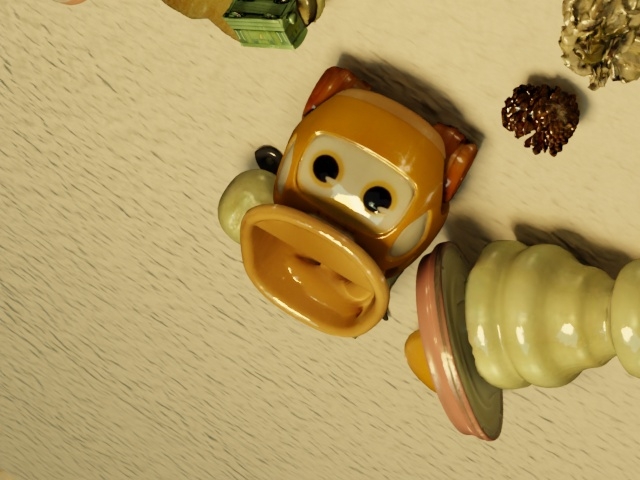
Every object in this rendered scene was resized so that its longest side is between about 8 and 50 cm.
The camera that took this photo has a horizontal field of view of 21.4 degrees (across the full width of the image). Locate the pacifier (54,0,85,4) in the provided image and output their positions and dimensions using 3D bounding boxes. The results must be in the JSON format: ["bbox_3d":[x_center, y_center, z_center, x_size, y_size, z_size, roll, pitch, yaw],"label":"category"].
[{"bbox_3d":[-0.308,-0.330,2.033,0.078,0.081,0.099,46,159,40],"label":"pacifier"}]

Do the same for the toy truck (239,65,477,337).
[{"bbox_3d":[0.037,-0.041,1.957,0.204,0.212,0.288,30,150,6],"label":"toy truck"}]

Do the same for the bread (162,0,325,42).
[{"bbox_3d":[-0.080,-0.311,1.858,0.207,0.056,0.286,40,149,-7],"label":"bread"}]

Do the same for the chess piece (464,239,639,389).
[{"bbox_3d":[0.343,0.085,1.897,0.330,0.182,0.182,-1,133,34],"label":"chess piece"}]

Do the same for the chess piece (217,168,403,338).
[{"bbox_3d":[-0.019,0.004,2.127,0.243,0.133,0.133,34,147,-1],"label":"chess piece"}]

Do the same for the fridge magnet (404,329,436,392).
[{"bbox_3d":[0.176,0.163,2.221,0.143,0.063,0.143,25,146,18],"label":"fridge magnet"}]

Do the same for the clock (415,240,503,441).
[{"bbox_3d":[0.176,0.120,2.021,0.056,0.244,0.244,-15,127,19],"label":"clock"}]

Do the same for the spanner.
[{"bbox_3d":[0.000,0.000,2.213,0.087,0.024,0.316,0,132,39],"label":"spanner"}]

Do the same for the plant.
[{"bbox_3d":[0.276,-0.189,1.644,0.104,0.122,0.116,-7,122,32],"label":"plant"}]

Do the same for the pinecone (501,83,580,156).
[{"bbox_3d":[0.232,-0.130,1.796,0.083,0.077,0.077,26,150,45],"label":"pinecone"}]

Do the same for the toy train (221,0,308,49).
[{"bbox_3d":[-0.059,-0.238,1.850,0.093,0.038,0.056,8,144,36],"label":"toy train"}]
